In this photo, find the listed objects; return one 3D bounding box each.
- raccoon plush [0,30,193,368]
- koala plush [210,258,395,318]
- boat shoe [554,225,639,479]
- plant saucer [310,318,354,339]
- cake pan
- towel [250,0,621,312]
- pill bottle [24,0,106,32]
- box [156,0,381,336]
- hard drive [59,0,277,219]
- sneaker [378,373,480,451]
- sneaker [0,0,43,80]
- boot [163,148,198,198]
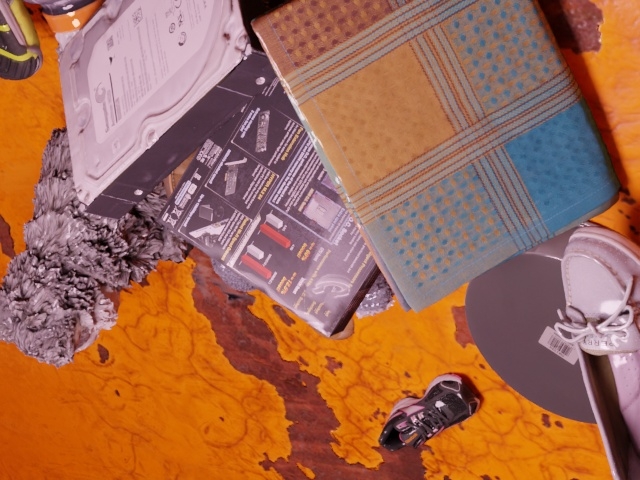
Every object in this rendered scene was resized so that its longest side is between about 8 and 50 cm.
[{"bbox_3d":[-0.360,-0.052,1.927,0.216,0.299,0.446,4,127,39],"label":"raccoon plush"},{"bbox_3d":[0.000,0.000,1.770,0.221,0.203,0.196,23,139,6],"label":"koala plush"},{"bbox_3d":[0.325,0.135,1.560,0.118,0.103,0.320,8,126,44],"label":"boat shoe"},{"bbox_3d":[0.007,0.106,1.982,0.083,0.015,0.083,24,137,24],"label":"plant saucer"},{"bbox_3d":[0.291,0.102,1.701,0.293,0.054,0.293,24,138,23],"label":"cake pan"},{"bbox_3d":[0.127,-0.130,1.493,0.271,0.040,0.370,-28,116,4],"label":"towel"},{"bbox_3d":[-0.329,-0.373,1.740,0.130,0.130,0.245,5,129,38],"label":"pill bottle"},{"bbox_3d":[-0.001,-0.086,1.621,0.242,0.076,0.307,33,100,11],"label":"box"},{"bbox_3d":[-0.178,-0.206,1.648,0.339,0.064,0.236,-38,53,39],"label":"hard drive"},{"bbox_3d":[0.142,0.241,1.940,0.072,0.077,0.178,44,141,-3],"label":"sneaker"},{"bbox_3d":[-0.443,-0.380,1.819,0.145,0.147,0.384,-6,120,42],"label":"sneaker"},{"bbox_3d":[-0.123,-0.124,1.819,0.115,0.112,0.305,19,135,12],"label":"boot"}]
